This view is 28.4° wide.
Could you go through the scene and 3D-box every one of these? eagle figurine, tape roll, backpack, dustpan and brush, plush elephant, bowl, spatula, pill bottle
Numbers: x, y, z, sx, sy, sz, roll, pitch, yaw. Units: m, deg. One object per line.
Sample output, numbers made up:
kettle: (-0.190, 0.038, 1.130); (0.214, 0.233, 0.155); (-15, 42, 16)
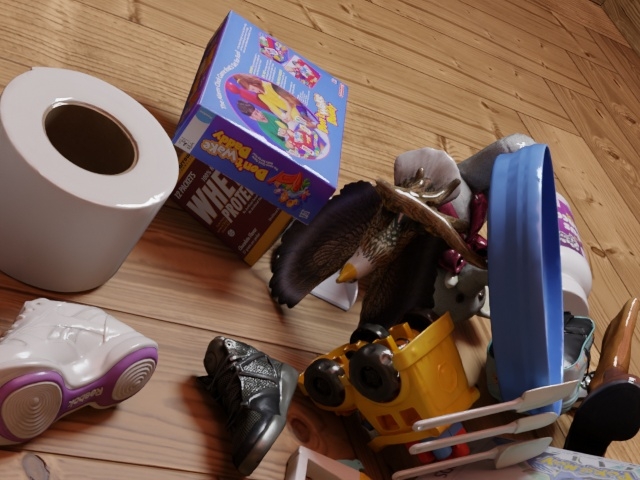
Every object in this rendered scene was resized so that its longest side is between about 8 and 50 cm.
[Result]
eagle figurine: (0.079, 0.018, 1.822); (0.225, 0.298, 0.226); (-3, 62, -26)
tape roll: (-0.327, -0.078, 1.627); (0.246, 0.169, 0.246); (24, 37, -19)
backpack: (0.346, 0.202, 2.030); (0.166, 0.144, 0.188); (9, 20, 17)
dustpan and brush: (0.000, 0.000, 2.026); (0.147, 0.060, 0.211); (27, 31, -21)
plush elephant: (0.212, 0.019, 2.062); (0.272, 0.330, 0.255); (-19, 81, -38)
bowl: (0.294, 0.058, 1.800); (0.077, 0.391, 0.391); (-3, 26, 15)
spatula: (0.214, 0.258, 1.658); (0.242, 0.168, 0.019); (-10, 53, -23)
pill bottle: (0.403, 0.045, 2.317); (0.169, 0.169, 0.301); (28, 31, -20)

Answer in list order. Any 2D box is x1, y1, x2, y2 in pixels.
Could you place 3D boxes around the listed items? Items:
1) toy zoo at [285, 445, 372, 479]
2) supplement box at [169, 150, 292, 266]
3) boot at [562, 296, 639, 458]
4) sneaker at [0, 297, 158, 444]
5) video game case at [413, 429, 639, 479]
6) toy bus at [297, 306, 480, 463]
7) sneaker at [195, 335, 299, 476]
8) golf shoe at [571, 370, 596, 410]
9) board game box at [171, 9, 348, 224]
toy zoo: (0.034, 0.374, 1.569); (0.192, 0.030, 0.293); (33, 29, -12)
supplement box: (-0.110, -0.096, 1.965); (0.191, 0.129, 0.194); (40, 28, 1)
boot: (0.480, 0.206, 2.008); (0.096, 0.264, 0.280); (19, 53, 13)
sneaker: (-0.327, 0.140, 1.433); (0.152, 0.114, 0.305); (36, 21, 24)
video game case: (0.309, 0.340, 1.706); (0.329, 0.036, 0.300); (9, 12, 23)
toy bus: (0.106, 0.219, 1.732); (0.149, 0.220, 0.211); (-35, 101, -46)
sneaker: (-0.105, 0.204, 1.597); (0.130, 0.087, 0.227); (32, 26, -9)
golf shoe: (0.467, 0.248, 2.185); (0.198, 0.094, 0.077); (18, 36, -31)
board game box: (-0.081, -0.195, 1.919); (0.233, 0.078, 0.347); (32, 29, -14)
